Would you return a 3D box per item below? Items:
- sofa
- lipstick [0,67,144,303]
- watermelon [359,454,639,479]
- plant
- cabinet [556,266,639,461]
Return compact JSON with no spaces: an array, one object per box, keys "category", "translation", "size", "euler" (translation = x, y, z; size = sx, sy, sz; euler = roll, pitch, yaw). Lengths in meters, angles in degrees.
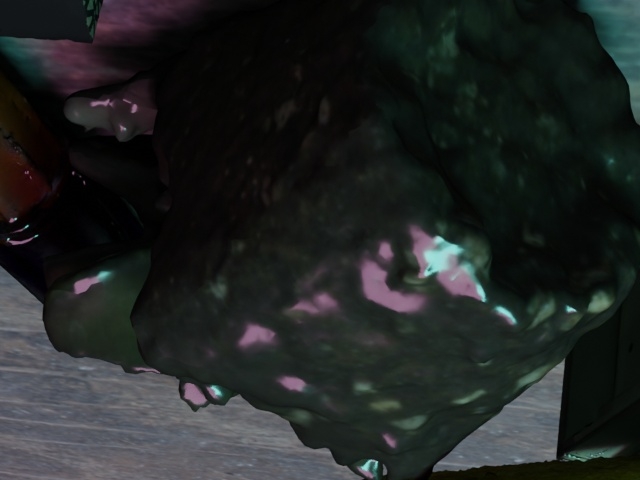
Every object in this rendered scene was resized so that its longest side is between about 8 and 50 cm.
[{"category":"sofa","translation":[-0.126,-0.130,0.702],"size":[0.060,0.039,0.118],"euler":[7,155,6]},{"category":"lipstick","translation":[-0.172,-0.057,0.823],"size":[0.077,0.077,0.418],"euler":[-2,151,19]},{"category":"watermelon","translation":[0.114,0.134,0.781],"size":[0.301,0.129,0.123],"euler":[-14,114,45]},{"category":"plant","translation":[0.000,0.000,0.756],"size":[0.199,0.188,0.276],"euler":[27,147,-30]},{"category":"cabinet","translation":[0.245,0.055,0.843],"size":[0.206,0.150,0.145],"euler":[15,154,-11]}]
